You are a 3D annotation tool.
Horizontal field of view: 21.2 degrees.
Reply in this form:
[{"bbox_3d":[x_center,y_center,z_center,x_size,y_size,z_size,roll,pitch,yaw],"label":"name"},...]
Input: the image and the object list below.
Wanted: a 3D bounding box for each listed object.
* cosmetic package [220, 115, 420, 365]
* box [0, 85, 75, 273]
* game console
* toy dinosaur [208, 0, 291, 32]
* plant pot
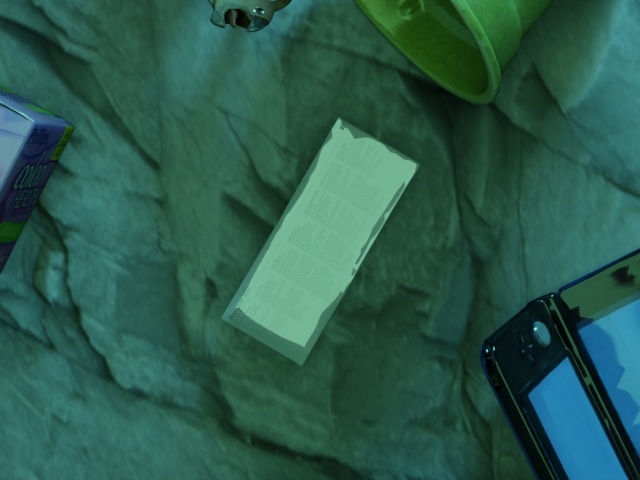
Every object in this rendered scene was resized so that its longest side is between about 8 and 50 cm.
[{"bbox_3d":[0.000,0.000,1.748,0.099,0.060,0.239,31,93,-2],"label":"cosmetic package"},{"bbox_3d":[-0.363,-0.035,1.681,0.117,0.213,0.243,27,93,1],"label":"box"},{"bbox_3d":[0.324,0.173,1.697,0.173,0.250,0.293,-26,92,29],"label":"game console"},{"bbox_3d":[-0.119,-0.348,1.707,0.200,0.127,0.295,2,89,2],"label":"toy dinosaur"},{"bbox_3d":[0.161,-0.317,1.648,0.254,0.276,0.276,-42,91,-9],"label":"plant pot"}]
